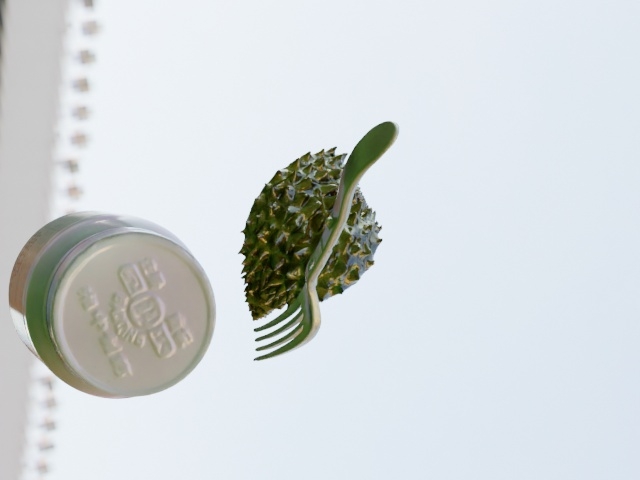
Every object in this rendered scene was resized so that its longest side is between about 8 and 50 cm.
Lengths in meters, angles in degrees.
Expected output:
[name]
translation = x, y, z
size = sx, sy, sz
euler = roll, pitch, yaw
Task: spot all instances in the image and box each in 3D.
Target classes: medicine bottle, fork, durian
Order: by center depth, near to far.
[fork]
translation = 0.006, 0.001, 1.097
size = 0.219, 0.028, 0.034
euler = 119, -20, -49
[durian]
translation = 0.003, -0.010, 1.890
size = 0.108, 0.187, 0.119
euler = 21, -28, 33
[medicine bottle]
translation = -0.247, 0.073, 2.288
size = 0.378, 0.213, 0.214
euler = -169, -112, -76
